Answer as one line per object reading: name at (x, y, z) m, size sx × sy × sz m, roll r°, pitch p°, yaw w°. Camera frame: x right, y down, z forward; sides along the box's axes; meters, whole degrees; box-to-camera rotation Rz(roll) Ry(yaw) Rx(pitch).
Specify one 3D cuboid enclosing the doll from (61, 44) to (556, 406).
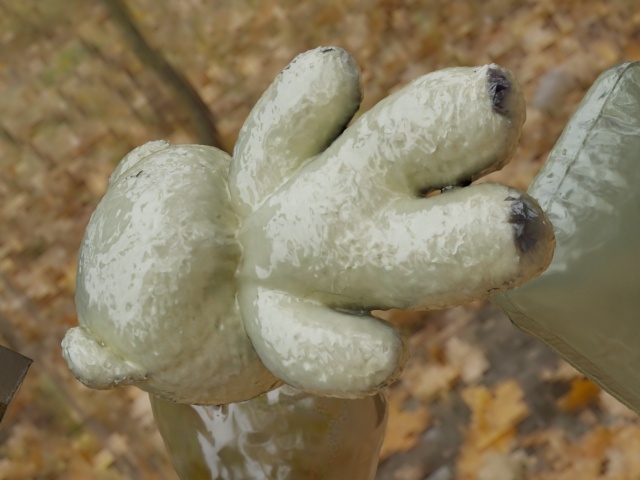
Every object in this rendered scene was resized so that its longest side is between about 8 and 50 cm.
doll at (0.001, 0.005, 1.091) m, size 0.278 × 0.149 × 0.175 m, roll -16°, pitch 42°, yaw 28°

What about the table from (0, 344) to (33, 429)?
table at (-0.297, 0.137, 1.670) m, size 0.083 × 0.070 × 0.082 m, roll -74°, pitch 9°, yaw -67°

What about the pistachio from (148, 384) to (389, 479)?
pistachio at (-0.033, 0.105, 1.419) m, size 0.166 × 0.197 × 0.288 m, roll -41°, pitch 24°, yaw 12°

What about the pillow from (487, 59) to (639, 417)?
pillow at (0.305, 0.031, 1.698) m, size 0.255 × 0.322 × 0.120 m, roll -58°, pitch 22°, yaw -13°
